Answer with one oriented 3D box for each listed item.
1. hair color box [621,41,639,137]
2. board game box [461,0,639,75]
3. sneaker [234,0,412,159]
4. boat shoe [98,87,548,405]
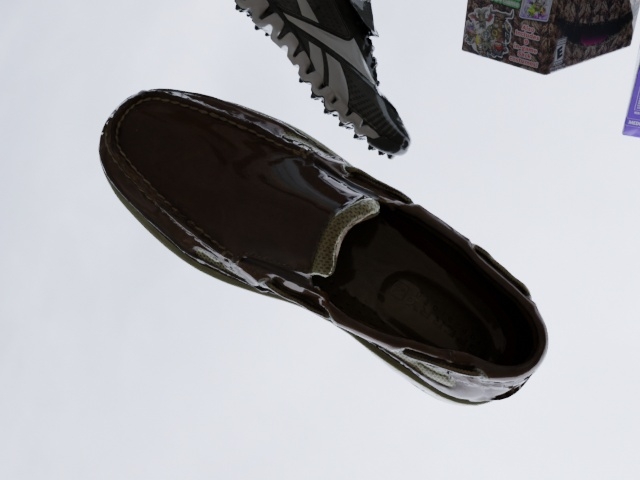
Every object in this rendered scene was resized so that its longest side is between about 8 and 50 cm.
[{"bbox_3d":[0.464,-0.298,1.055,0.110,0.339,0.185,13,-121,16],"label":"hair color box"},{"bbox_3d":[0.327,-0.396,1.131,0.141,0.232,0.291,28,-51,38],"label":"board game box"},{"bbox_3d":[0.019,-0.183,0.781,0.106,0.078,0.234,-41,-92,12],"label":"sneaker"},{"bbox_3d":[0.004,-0.007,0.430,0.095,0.257,0.095,-62,-178,-12],"label":"boat shoe"}]
